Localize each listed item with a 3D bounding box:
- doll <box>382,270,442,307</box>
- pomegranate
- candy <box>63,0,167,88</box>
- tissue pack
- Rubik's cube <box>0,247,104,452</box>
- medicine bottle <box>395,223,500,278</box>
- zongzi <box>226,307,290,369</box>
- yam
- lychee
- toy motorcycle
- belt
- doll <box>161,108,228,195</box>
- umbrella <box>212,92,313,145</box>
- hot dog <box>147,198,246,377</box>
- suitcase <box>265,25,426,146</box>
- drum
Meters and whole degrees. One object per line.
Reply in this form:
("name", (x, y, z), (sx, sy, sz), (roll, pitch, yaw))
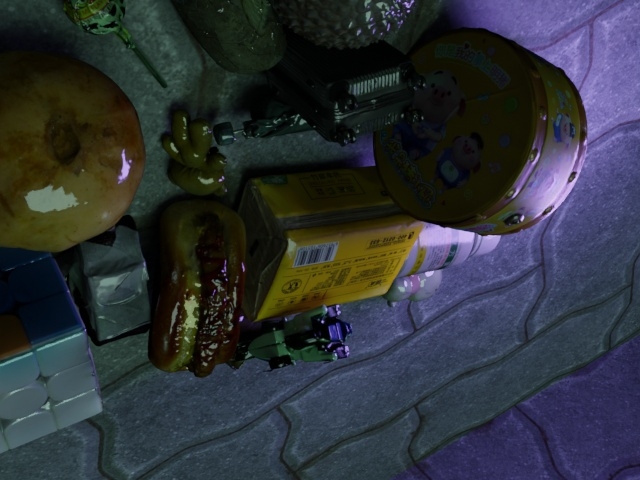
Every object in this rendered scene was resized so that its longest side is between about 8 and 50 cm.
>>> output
("doll", (0.254, 0.117, 2.485), (0.275, 0.113, 0.155), (2, 128, -41))
("pomegranate", (-0.457, -0.135, 1.427), (0.338, 0.338, 0.338), (-23, 143, -18))
("candy", (-0.331, -0.333, 1.504), (0.091, 0.083, 0.305), (-37, 154, -2))
("tissue pack", (0.000, 0.000, 2.028), (0.382, 0.228, 0.293), (-8, 139, -33))
("Rubik's cube", (-0.607, 0.199, 1.686), (0.290, 0.291, 0.291), (-21, 143, -22))
("medicine bottle", (0.279, -0.026, 2.256), (0.340, 0.208, 0.208), (-9, 137, -33))
("zongzi", (-0.185, 0.162, 2.154), (0.289, 0.123, 0.260), (-40, 142, 5))
("yam", (-0.159, -0.392, 1.510), (0.154, 0.154, 0.254), (-35, 151, -2))
("lychee", (0.051, -0.462, 1.497), (0.300, 0.300, 0.300), (-23, 143, -18))
("toy motorcycle", (-0.070, 0.231, 2.043), (0.196, 0.125, 0.331), (-8, 173, -45))
("belt", (-0.436, 0.084, 1.798), (0.164, 0.184, 0.289), (-13, 134, -23))
("doll", (-0.238, -0.174, 1.742), (0.209, 0.137, 0.097), (98, 12, -51))
("umbrella", (-0.047, -0.255, 1.774), (0.349, 0.094, 0.143), (-15, 171, -18))
("hot dog", (-0.261, 0.127, 1.881), (0.185, 0.223, 0.405), (3, 116, -14))
("suitcase", (0.038, -0.302, 1.639), (0.202, 0.312, 0.128), (-20, 131, -21))
("drum", (0.333, -0.219, 1.891), (0.214, 0.431, 0.431), (8, 126, -46))
